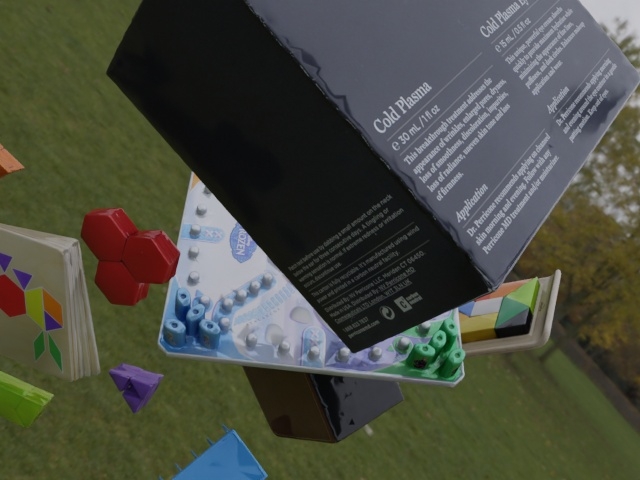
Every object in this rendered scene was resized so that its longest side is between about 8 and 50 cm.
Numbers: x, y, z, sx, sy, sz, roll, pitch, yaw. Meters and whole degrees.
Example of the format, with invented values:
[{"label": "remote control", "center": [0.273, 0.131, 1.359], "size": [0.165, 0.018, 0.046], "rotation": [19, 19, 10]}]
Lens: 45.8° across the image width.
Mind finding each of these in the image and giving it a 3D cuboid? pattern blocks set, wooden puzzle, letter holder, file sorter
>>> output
[{"label": "pattern blocks set", "center": [-0.274, 0.043, 0.658], "size": [0.324, 0.286, 0.026], "rotation": [24, 32, 13]}, {"label": "wooden puzzle", "center": [0.286, 0.128, 1.296], "size": [0.044, 0.238, 0.221], "rotation": [62, 31, -15]}, {"label": "letter holder", "center": [-0.033, 0.158, 1.241], "size": [0.214, 0.152, 0.302], "rotation": [-19, -86, 56]}, {"label": "file sorter", "center": [-0.217, 0.463, 1.488], "size": [0.118, 0.170, 0.104], "rotation": [56, -18, -10]}]

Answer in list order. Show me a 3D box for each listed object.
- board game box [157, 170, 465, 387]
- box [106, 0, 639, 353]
[{"label": "board game box", "center": [0.000, 0.000, 1.050], "size": [0.389, 0.050, 0.390], "rotation": [7, 50, -5]}, {"label": "box", "center": [0.063, -0.143, 0.652], "size": [0.312, 0.179, 0.343], "rotation": [50, 51, -4]}]
